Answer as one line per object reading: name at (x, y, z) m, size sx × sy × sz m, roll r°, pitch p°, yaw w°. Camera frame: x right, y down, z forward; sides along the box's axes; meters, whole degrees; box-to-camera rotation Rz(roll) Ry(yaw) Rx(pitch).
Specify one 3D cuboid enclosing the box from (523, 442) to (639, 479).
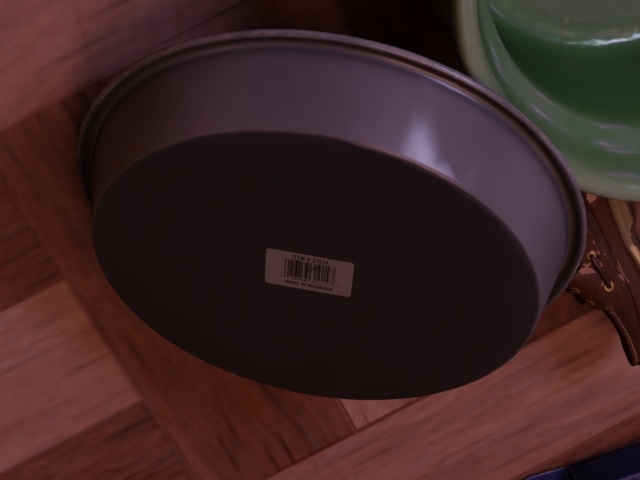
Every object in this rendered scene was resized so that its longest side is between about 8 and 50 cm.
box at (0.263, 0.202, 1.321) m, size 0.225 × 0.036 × 0.136 m, roll -17°, pitch 125°, yaw -7°

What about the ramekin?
ramekin at (0.192, -0.186, 0.973) m, size 0.303 × 0.148 × 0.303 m, roll -9°, pitch 124°, yaw -13°

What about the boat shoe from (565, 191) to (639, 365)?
boat shoe at (0.181, 0.012, 1.155) m, size 0.060 × 0.064 × 0.178 m, roll -22°, pitch 120°, yaw 2°

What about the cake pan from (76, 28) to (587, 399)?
cake pan at (0.000, 0.000, 0.994) m, size 0.293 × 0.054 × 0.293 m, roll 8°, pitch 144°, yaw 6°
